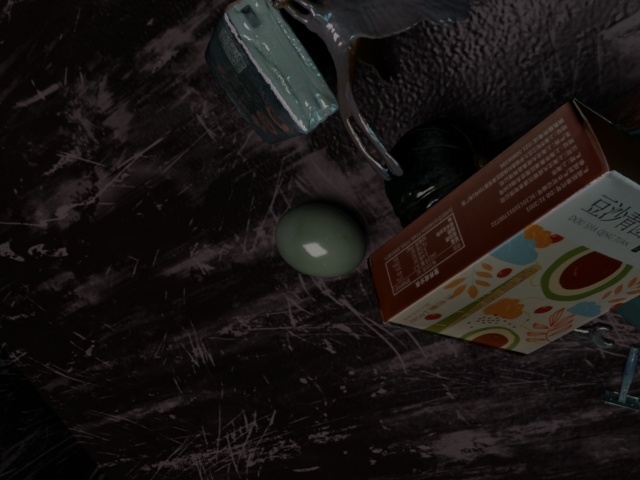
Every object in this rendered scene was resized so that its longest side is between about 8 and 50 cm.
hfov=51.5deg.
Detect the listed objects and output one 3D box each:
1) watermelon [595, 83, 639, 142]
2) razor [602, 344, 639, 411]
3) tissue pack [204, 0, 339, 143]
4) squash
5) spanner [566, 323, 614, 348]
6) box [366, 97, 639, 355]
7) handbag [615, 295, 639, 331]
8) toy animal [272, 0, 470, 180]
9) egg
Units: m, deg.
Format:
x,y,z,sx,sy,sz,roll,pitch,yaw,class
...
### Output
x,y,z,sx,sy,sz,roll,pitch,yaw,class
0.520,-0.182,1.006,0.305,0.223,0.180,-33,56,39,watermelon
0.598,0.262,1.290,0.068,0.040,0.135,11,116,19,razor
-0.097,-0.284,1.152,0.228,0.103,0.315,56,171,-13,tissue pack
0.222,-0.084,1.128,0.252,0.252,0.165,47,131,-6,squash
0.448,0.171,1.318,0.254,0.015,0.054,8,123,22,spanner
0.325,0.016,0.971,0.344,0.122,0.385,17,138,-36,box
0.628,0.063,1.083,0.274,0.100,0.268,33,134,-18,handbag
0.038,-0.286,1.022,0.302,0.284,0.225,31,155,-21,toy animal
0.000,0.000,1.352,0.192,0.149,0.149,17,124,17,egg
